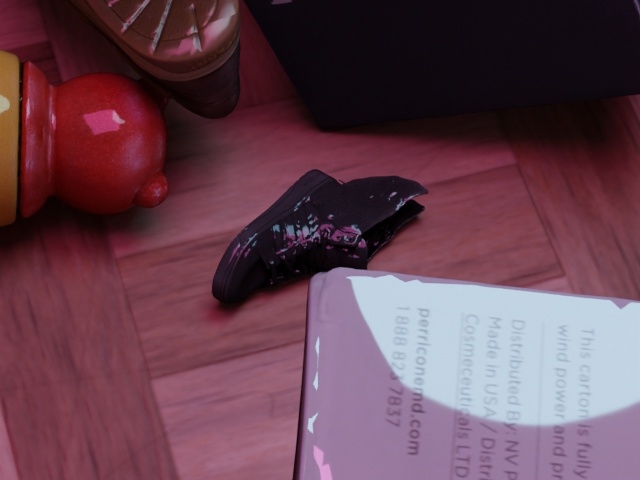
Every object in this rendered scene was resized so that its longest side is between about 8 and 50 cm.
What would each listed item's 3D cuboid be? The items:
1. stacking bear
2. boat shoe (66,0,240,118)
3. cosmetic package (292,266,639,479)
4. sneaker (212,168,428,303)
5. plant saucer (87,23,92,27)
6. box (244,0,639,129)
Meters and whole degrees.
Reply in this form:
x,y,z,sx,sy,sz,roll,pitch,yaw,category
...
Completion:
x,y,z,sx,sy,sz,roll,pitch,yaw,category
-0.259,-0.075,1.479,0.289,0.164,0.175,0,64,-9,stacking bear
-0.163,-0.222,1.527,0.123,0.123,0.342,-36,59,-10,boat shoe
0.132,0.265,1.131,0.327,0.394,0.329,5,57,1,cosmetic package
0.000,0.002,1.497,0.089,0.051,0.170,30,58,21,sneaker
-0.167,-0.210,1.646,0.083,0.015,0.083,1,58,-1,plant saucer
0.125,-0.316,1.558,0.293,0.212,0.396,-4,54,22,box
